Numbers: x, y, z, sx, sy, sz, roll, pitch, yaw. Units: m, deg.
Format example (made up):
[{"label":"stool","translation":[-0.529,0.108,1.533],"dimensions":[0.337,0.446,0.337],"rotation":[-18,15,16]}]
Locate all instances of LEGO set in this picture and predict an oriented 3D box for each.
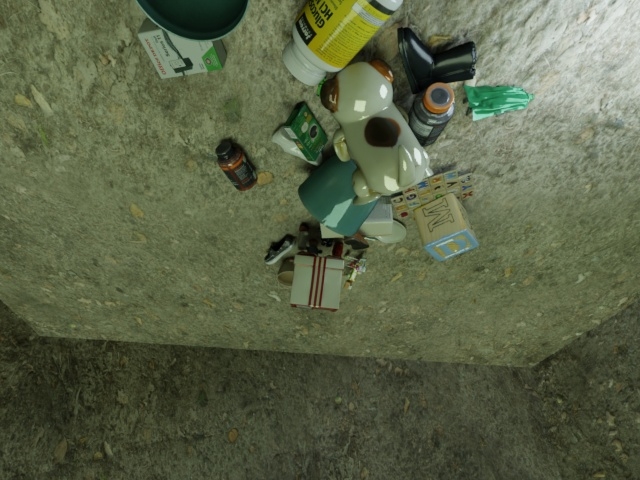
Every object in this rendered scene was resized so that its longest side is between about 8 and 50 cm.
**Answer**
[{"label":"LEGO set","translation":[0.160,0.151,2.221],"dimensions":[0.107,0.132,0.287],"rotation":[18,148,-8]}]

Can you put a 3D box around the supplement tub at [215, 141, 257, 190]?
[{"label":"supplement tub","translation":[-0.333,-0.292,1.631],"dimensions":[0.106,0.106,0.198],"rotation":[-10,143,16]}]

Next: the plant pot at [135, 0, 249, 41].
[{"label":"plant pot","translation":[-0.307,-0.677,1.018],"dimensions":[0.293,0.196,0.293],"rotation":[1,143,1]}]

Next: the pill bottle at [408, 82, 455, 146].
[{"label":"pill bottle","translation":[0.354,-0.408,1.347],"dimensions":[0.131,0.130,0.245],"rotation":[2,170,0]}]

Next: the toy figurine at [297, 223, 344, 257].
[{"label":"toy figurine","translation":[0.000,0.000,2.001],"dimensions":[0.210,0.148,0.213],"rotation":[-8,146,23]}]

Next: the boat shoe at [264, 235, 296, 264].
[{"label":"boat shoe","translation":[-0.223,0.046,2.122],"dimensions":[0.076,0.080,0.228],"rotation":[35,132,-29]}]

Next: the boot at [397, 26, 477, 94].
[{"label":"boot","translation":[0.352,-0.558,1.241],"dimensions":[0.207,0.094,0.246],"rotation":[-11,149,22]}]

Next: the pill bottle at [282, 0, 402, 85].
[{"label":"pill bottle","translation":[0.044,-0.590,1.132],"dimensions":[0.188,0.187,0.334],"rotation":[25,138,-29]}]

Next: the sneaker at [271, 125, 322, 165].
[{"label":"sneaker","translation":[-0.089,-0.350,1.583],"dimensions":[0.212,0.080,0.094],"rotation":[32,147,-27]}]

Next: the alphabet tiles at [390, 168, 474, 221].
[{"label":"alphabet tiles","translation":[0.483,-0.184,1.781],"dimensions":[0.343,0.011,0.285],"rotation":[-17,147,14]}]

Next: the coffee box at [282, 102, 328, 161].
[{"label":"coffee box","translation":[-0.051,-0.383,1.488],"dimensions":[0.040,0.113,0.184],"rotation":[13,158,39]}]

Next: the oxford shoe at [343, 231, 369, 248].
[{"label":"oxford shoe","translation":[0.156,-0.009,1.776],"dimensions":[0.076,0.076,0.212],"rotation":[-15,159,19]}]

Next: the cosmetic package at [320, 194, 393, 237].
[{"label":"cosmetic package","translation":[0.156,-0.106,1.826],"dimensions":[0.310,0.160,0.113],"rotation":[-1,145,6]}]

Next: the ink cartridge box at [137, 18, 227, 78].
[{"label":"ink cartridge box","translation":[-0.409,-0.585,1.244],"dimensions":[0.209,0.086,0.153],"rotation":[-5,143,11]}]

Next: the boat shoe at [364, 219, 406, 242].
[{"label":"boat shoe","translation":[0.249,-0.057,1.972],"dimensions":[0.320,0.116,0.099],"rotation":[4,-172,-15]}]

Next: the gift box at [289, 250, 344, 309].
[{"label":"gift box","translation":[-0.028,0.189,1.940],"dimensions":[0.255,0.258,0.276],"rotation":[8,168,-5]}]

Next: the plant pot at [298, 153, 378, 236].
[{"label":"plant pot","translation":[0.100,-0.200,1.604],"dimensions":[0.293,0.293,0.235],"rotation":[26,121,-30]}]

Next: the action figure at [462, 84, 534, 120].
[{"label":"action figure","translation":[0.594,-0.460,1.373],"dimensions":[0.232,0.137,0.063],"rotation":[-7,168,-2]}]

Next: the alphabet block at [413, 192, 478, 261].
[{"label":"alphabet block","translation":[0.543,-0.054,1.807],"dimensions":[0.193,0.197,0.192],"rotation":[-25,145,25]}]

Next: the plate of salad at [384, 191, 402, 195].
[{"label":"plate of salad","translation":[0.297,-0.245,1.721],"dimensions":[0.200,0.048,0.200],"rotation":[1,145,1]}]

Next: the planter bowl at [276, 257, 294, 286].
[{"label":"planter bowl","translation":[-0.153,0.165,2.255],"dimensions":[0.162,0.109,0.162],"rotation":[1,144,0]}]

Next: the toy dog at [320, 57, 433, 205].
[{"label":"toy dog","translation":[0.151,-0.337,1.290],"dimensions":[0.285,0.395,0.407],"rotation":[-22,95,11]}]

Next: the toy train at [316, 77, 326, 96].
[{"label":"toy train","translation":[0.003,-0.512,1.388],"dimensions":[0.024,0.017,0.083],"rotation":[15,143,-2]}]
